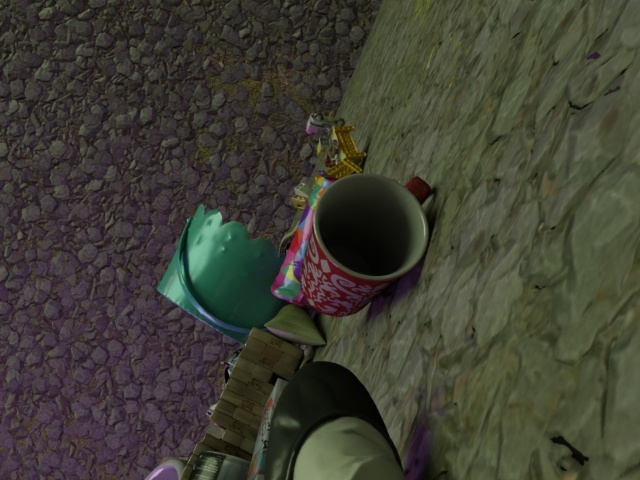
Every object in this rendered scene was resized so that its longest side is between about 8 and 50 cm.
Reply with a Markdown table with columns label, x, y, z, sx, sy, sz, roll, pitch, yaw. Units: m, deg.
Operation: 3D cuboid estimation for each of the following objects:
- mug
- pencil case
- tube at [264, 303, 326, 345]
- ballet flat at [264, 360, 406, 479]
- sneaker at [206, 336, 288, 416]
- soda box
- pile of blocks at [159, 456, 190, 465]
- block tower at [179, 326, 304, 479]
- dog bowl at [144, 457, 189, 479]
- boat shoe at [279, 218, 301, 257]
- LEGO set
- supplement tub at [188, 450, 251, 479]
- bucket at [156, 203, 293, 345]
| label | x | y | z | sx | sy | sz | roll | pitch | yaw |
| --- | --- | --- | --- | --- | --- | --- | --- | --- | --- |
| mug | 0.052 | 0.013 | 0.718 | 0.169 | 0.150 | 0.113 | 115 | 138 | -65 |
| pencil case | 0.000 | 0.000 | 1.120 | 0.104 | 0.105 | 0.236 | -98 | 30 | -78 |
| tube | -0.043 | 0.138 | 1.064 | 0.070 | 0.062 | 0.240 | -24 | 0 | -4 |
| ballet flat | 0.014 | 0.191 | 0.382 | 0.096 | 0.095 | 0.280 | -45 | 32 | 49 |
| sneaker | -0.141 | 0.247 | 1.349 | 0.105 | 0.115 | 0.281 | 120 | 170 | -53 |
| soda box | -0.042 | 0.240 | 0.761 | 0.183 | 0.063 | 0.058 | -81 | 14 | -66 |
| pile of blocks | -0.305 | 0.617 | 1.358 | 0.149 | 0.113 | 0.362 | -34 | 29 | 26 |
| block tower | -0.130 | 0.307 | 0.997 | 0.091 | 0.097 | 0.335 | 93 | -158 | -68 |
| dog bowl | -0.272 | 0.529 | 1.113 | 0.348 | 0.102 | 0.348 | -48 | 21 | 26 |
| boat shoe | -0.060 | 0.022 | 1.643 | 0.223 | 0.080 | 0.073 | -51 | 12 | 54 |
| LEGO set | 0.018 | -0.136 | 1.376 | 0.107 | 0.132 | 0.286 | 106 | 174 | -49 |
| supplement tub | -0.127 | 0.364 | 0.805 | 0.117 | 0.117 | 0.190 | 125 | 166 | -64 |
| bucket | -0.161 | 0.078 | 1.272 | 0.183 | 0.281 | 0.281 | -59 | 5 | -7 |
